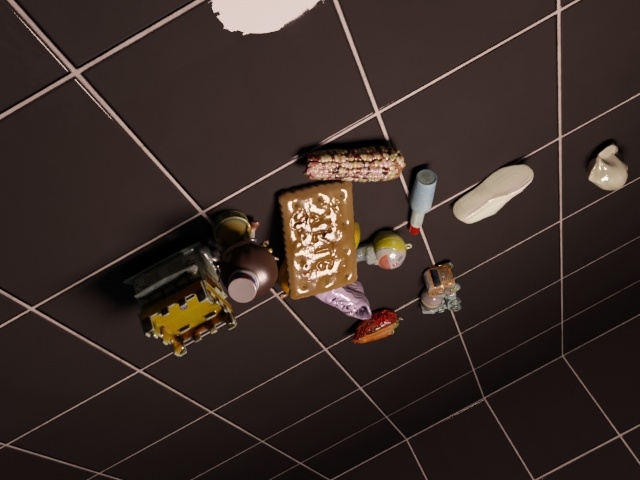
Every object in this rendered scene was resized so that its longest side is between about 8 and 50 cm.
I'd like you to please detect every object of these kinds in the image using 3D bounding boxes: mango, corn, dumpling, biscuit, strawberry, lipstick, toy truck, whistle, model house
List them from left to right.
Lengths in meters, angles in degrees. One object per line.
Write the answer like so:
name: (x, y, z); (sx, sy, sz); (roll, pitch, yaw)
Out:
model house: (-0.354, 0.142, 1.627); (0.224, 0.215, 0.198); (-29, 148, 2)
mango: (-0.004, 0.059, 1.846); (0.317, 0.119, 0.176); (-41, 139, 4)
biscuit: (0.000, 0.000, 1.720); (0.217, 0.044, 0.324); (-12, 117, -19)
corn: (0.086, -0.194, 1.608); (0.281, 0.092, 0.092); (-4, 139, -22)
whistle: (0.171, 0.043, 1.942); (0.223, 0.122, 0.122); (-13, 145, 5)
strawberry: (0.207, 0.309, 2.317); (0.192, 0.085, 0.140); (-34, 152, 19)
lipstick: (0.292, -0.104, 1.867); (0.061, 0.068, 0.274); (-25, 152, -15)
toy truck: (0.427, 0.186, 2.292); (0.140, 0.107, 0.256); (-14, 148, 5)
dumpling: (0.955, -0.243, 2.096); (0.229, 0.124, 0.151); (11, 94, -48)

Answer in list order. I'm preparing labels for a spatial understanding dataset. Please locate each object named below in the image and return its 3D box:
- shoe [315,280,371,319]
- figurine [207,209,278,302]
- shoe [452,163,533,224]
shoe: (0.067, 0.184, 2.023); (0.245, 0.137, 0.095); (17, 121, -45)
figurine: (-0.191, 0.050, 1.571); (0.161, 0.275, 0.158); (-27, 130, -7)
shoe: (0.540, -0.138, 1.971); (0.265, 0.095, 0.110); (-30, 151, 13)
